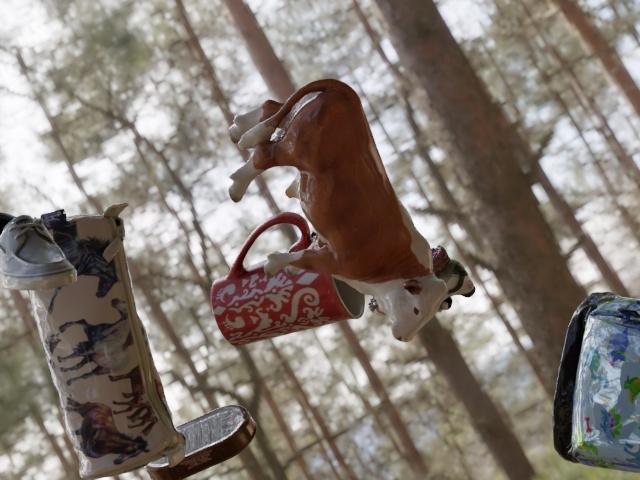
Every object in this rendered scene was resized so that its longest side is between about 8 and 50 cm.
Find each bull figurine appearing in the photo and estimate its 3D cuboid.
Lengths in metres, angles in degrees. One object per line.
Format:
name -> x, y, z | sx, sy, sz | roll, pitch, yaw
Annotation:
bull figurine -> 0.019, -0.027, 1.355 | 0.188, 0.310, 0.101 | -12, 21, 22

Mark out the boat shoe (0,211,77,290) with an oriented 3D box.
boat shoe -> -0.377, 0.008, 1.555 | 0.079, 0.081, 0.227 | -13, 17, -34

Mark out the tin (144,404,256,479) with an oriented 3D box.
tin -> -0.193, 0.320, 1.956 | 0.189, 0.040, 0.106 | -25, 22, 5

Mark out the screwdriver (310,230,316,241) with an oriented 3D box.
screwdriver -> 0.000, 0.000, 1.917 | 0.025, 0.024, 0.170 | -12, 6, -13

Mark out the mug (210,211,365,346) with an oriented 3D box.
mug -> -0.048, 0.050, 1.557 | 0.169, 0.150, 0.113 | -19, -9, 19

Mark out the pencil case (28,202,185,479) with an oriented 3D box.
pencil case -> -0.324, 0.155, 1.851 | 0.183, 0.410, 0.160 | -24, -11, 36

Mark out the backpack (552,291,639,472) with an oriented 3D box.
backpack -> 0.522, 0.233, 1.845 | 0.355, 0.290, 0.273 | 11, 1, 37

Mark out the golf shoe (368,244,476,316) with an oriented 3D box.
golf shoe -> 0.134, 0.076, 1.689 | 0.067, 0.086, 0.186 | -54, 12, -34
